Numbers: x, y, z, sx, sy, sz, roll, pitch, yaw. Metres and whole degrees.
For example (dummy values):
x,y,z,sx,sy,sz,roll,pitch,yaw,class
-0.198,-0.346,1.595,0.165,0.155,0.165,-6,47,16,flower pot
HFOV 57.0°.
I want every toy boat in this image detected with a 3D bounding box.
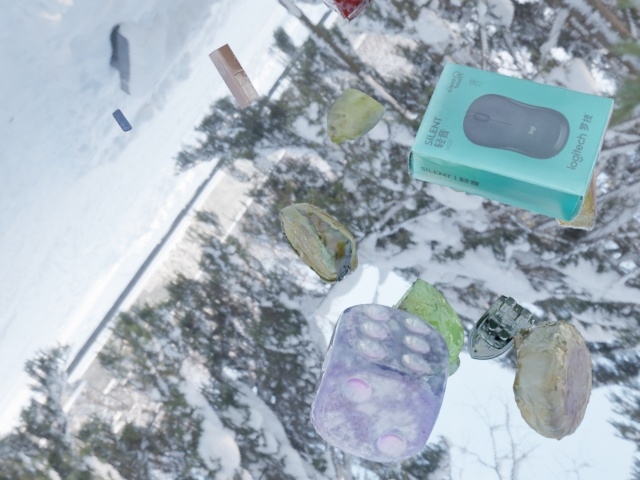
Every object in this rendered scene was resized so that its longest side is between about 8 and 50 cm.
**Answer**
x,y,z,sx,sy,sz,roll,pitch,yaw,class
0.599,0.319,2.028,0.092,0.141,0.319,-37,160,-43,toy boat

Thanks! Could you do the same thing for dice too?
x,y,z,sx,sy,sz,roll,pitch,yaw,class
0.136,0.330,1.393,0.270,0.270,0.271,-70,176,-63,dice

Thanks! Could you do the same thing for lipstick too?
x,y,z,sx,sy,sz,roll,pitch,yaw,class
-0.202,-0.385,1.389,0.045,0.145,0.045,-42,-162,-33,lipstick

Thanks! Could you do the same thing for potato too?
x,y,z,sx,sy,sz,roll,pitch,yaw,class
0.090,-0.337,1.627,0.120,0.081,0.149,27,-94,39,potato

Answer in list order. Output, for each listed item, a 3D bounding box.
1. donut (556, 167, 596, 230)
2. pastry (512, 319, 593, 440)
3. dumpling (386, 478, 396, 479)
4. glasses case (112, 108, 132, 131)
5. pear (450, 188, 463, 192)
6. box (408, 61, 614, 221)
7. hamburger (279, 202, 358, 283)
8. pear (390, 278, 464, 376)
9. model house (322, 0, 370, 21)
x,y,z,sx,sy,sz,roll,pitch,yaw,class
0.750,-0.178,1.755,0.110,0.303,0.303,-2,-145,16,donut
0.481,0.289,1.237,0.121,0.257,0.236,0,-167,41,pastry
0.194,0.647,1.534,0.057,0.076,0.052,-7,-134,14,dumpling
-0.678,-0.408,2.017,0.033,0.083,0.023,-35,180,-14,glasses case
0.534,-0.258,2.210,0.167,0.137,0.167,-57,172,-12,pear
0.336,-0.181,1.065,0.205,0.311,0.118,-65,161,-17,box
0.001,0.001,1.790,0.134,0.265,0.285,-36,156,-17,hamburger
0.361,0.363,2.118,0.342,0.318,0.238,-51,172,-20,pear
0.039,-0.644,1.280,0.196,0.254,0.160,-41,-133,11,model house
